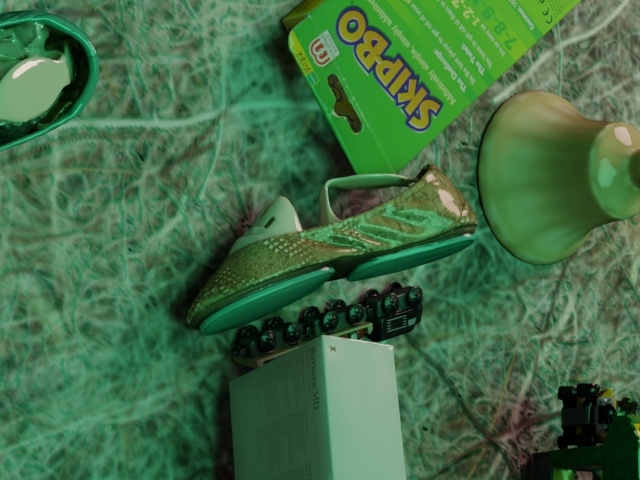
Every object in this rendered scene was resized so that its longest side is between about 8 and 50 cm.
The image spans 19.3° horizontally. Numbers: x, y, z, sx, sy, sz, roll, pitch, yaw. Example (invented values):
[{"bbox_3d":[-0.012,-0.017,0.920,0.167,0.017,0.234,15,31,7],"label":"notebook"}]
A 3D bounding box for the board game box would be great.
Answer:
[{"bbox_3d":[0.077,-0.151,1.260,0.259,0.039,0.124,-44,116,-35],"label":"board game box"}]

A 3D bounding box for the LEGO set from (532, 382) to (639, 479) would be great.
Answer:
[{"bbox_3d":[0.261,0.259,1.253,0.192,0.255,0.331,3,73,-13],"label":"LEGO set"}]

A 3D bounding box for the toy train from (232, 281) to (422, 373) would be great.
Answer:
[{"bbox_3d":[0.007,0.059,1.198,0.158,0.027,0.036,-15,108,-40],"label":"toy train"}]

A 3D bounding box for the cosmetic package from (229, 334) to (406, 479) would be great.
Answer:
[{"bbox_3d":[0.005,0.184,1.082,0.060,0.099,0.239,10,65,-34],"label":"cosmetic package"}]

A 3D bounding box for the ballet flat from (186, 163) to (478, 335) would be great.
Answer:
[{"bbox_3d":[0.000,0.000,1.165,0.206,0.073,0.067,-17,77,-29],"label":"ballet flat"}]

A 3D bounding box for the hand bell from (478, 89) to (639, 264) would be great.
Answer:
[{"bbox_3d":[0.234,-0.048,1.254,0.126,0.242,0.126,1,88,-41],"label":"hand bell"}]

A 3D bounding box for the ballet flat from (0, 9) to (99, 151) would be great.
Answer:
[{"bbox_3d":[-0.215,-0.066,0.973,0.247,0.087,0.083,-28,106,-37],"label":"ballet flat"}]
